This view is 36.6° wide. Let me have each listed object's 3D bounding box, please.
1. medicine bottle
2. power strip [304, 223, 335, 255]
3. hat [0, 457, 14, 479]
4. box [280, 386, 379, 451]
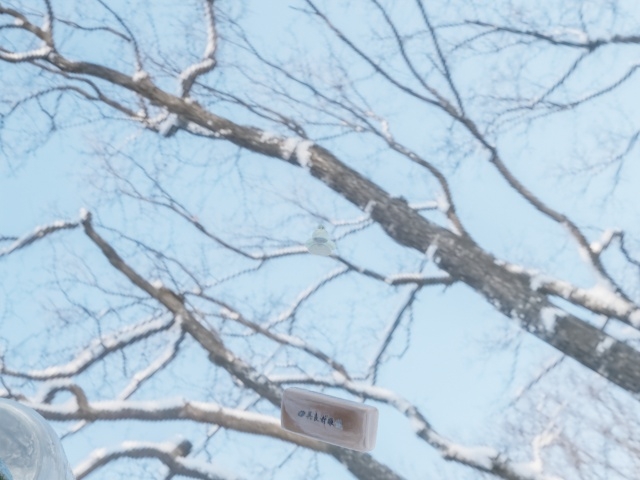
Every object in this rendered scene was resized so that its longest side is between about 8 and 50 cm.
[{"bbox_3d":[-0.465,0.394,1.382,0.245,0.245,0.306,-30,-33,-23],"label":"medicine bottle"},{"bbox_3d":[0.000,0.000,1.699,0.083,0.055,0.035,92,-176,-66],"label":"power strip"},{"bbox_3d":[-0.234,0.215,0.440,0.242,0.274,0.332,-55,-25,-33],"label":"hat"},{"bbox_3d":[0.007,0.183,0.994,0.025,0.115,0.048,7,-89,-52],"label":"box"}]
